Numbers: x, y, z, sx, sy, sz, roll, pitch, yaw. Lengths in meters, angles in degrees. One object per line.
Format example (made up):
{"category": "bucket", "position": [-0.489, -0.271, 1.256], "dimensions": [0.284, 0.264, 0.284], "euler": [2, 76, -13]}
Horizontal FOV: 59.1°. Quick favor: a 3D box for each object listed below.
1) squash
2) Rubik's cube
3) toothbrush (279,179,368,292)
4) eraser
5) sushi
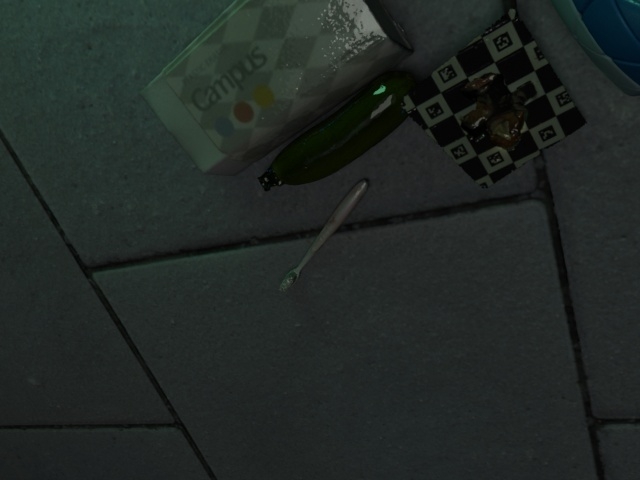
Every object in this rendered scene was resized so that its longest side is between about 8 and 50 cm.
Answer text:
{"category": "squash", "position": [0.018, -0.157, 0.904], "dimensions": [0.331, 0.087, 0.087], "euler": [-28, 108, 31]}
{"category": "Rubik's cube", "position": [0.368, -0.328, 0.641], "dimensions": [0.254, 0.254, 0.254], "euler": [9, 123, 14]}
{"category": "toothbrush", "position": [0.000, 0.000, 1.041], "dimensions": [0.025, 0.029, 0.307], "euler": [39, 125, 2]}
{"category": "eraser", "position": [-0.080, -0.260, 0.873], "dimensions": [0.396, 0.082, 0.213], "euler": [-28, 108, 31]}
{"category": "sushi", "position": [0.248, -0.197, 0.816], "dimensions": [0.192, 0.040, 0.210], "euler": [-35, 118, 28]}
